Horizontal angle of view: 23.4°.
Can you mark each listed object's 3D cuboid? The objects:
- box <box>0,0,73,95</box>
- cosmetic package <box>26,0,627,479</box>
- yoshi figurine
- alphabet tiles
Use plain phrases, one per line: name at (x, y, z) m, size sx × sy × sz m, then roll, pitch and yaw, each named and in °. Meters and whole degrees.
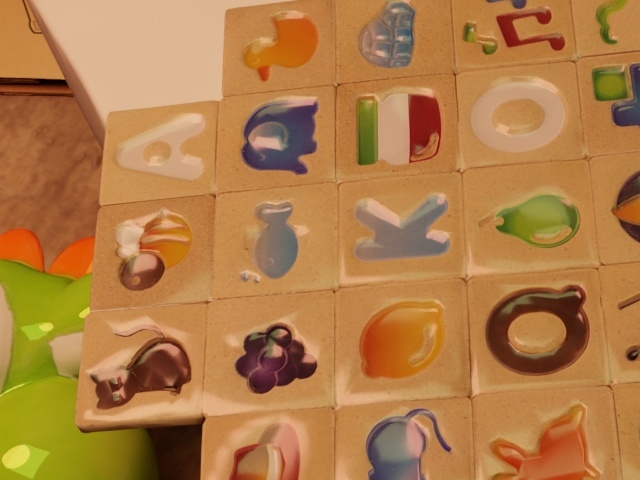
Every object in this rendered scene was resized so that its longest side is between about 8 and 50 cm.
box at (-0.174, -0.189, 1.108) m, size 0.164 × 0.021 × 0.201 m, roll 3°, pitch 58°, yaw 14°
cosmetic package at (0.000, 0.000, 0.831) m, size 0.156 × 0.217 × 0.385 m, roll -30°, pitch 55°, yaw -8°
yoshi figurine at (-0.233, 0.124, 0.807) m, size 0.362 × 0.203 × 0.203 m, roll -17°, pitch 99°, yaw 8°
alphabet tiles at (0.063, -0.005, 0.688) m, size 0.342 × 0.011 × 0.285 m, roll -5°, pitch 57°, yaw 8°
